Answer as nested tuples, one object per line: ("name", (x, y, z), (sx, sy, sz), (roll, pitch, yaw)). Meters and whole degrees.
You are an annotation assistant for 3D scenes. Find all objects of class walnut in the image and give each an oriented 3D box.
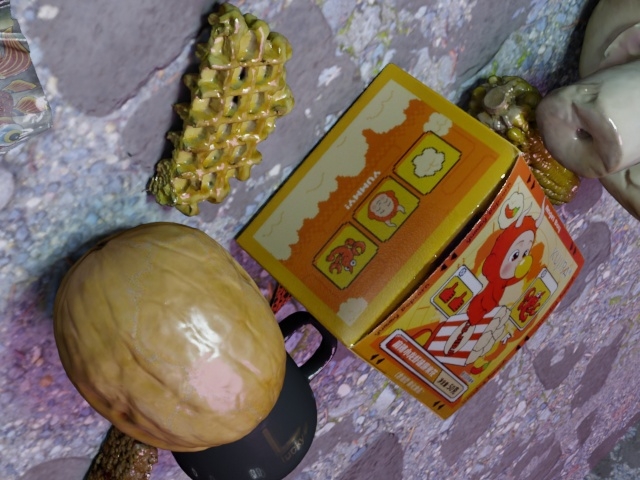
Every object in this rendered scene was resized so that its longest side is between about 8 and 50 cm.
("walnut", (-0.133, 0.090, 0.959), (0.195, 0.221, 0.195), (-44, -167, 13))

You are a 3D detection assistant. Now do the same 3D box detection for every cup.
("cup", (-0.080, 0.153, 1.145), (0.223, 0.169, 0.176), (-40, 139, -16))

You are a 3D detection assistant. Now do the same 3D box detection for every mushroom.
("mushroom", (0.439, -0.153, 1.229), (0.353, 0.353, 0.325), (-43, 124, -8))

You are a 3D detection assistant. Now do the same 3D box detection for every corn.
("corn", (0.258, -0.118, 1.312), (0.097, 0.097, 0.320), (-50, 149, 4))

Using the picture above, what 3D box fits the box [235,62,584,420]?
("box", (0.112, 0.013, 1.159), (0.259, 0.214, 0.283), (-50, 144, -1))

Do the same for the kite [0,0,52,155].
("kite", (-0.250, -0.146, 0.764), (0.127, 0.016, 0.229), (-24, 144, -37))

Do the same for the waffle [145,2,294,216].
("waffle", (-0.094, -0.110, 0.952), (0.192, 0.046, 0.160), (-49, 150, 3))

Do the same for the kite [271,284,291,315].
("kite", (-0.001, 0.000, 1.212), (0.222, 0.008, 0.125), (-42, 147, -9))

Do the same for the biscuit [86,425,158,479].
("biscuit", (-0.243, 0.291, 1.188), (0.034, 0.064, 0.199), (4, 121, -52))
